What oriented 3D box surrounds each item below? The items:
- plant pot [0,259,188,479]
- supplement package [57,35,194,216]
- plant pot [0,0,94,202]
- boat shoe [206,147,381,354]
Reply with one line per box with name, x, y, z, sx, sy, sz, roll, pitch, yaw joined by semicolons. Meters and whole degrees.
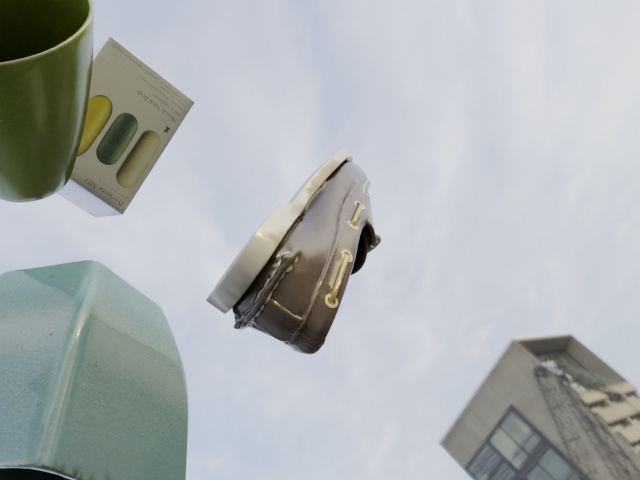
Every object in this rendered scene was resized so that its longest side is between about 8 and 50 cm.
plant pot;-0.300;0.168;0.851;0.248;0.252;0.247;-7;-32;22
supplement package;-0.417;-0.207;1.403;0.199;0.198;0.262;37;-109;-27
plant pot;-0.458;-0.209;1.081;0.275;0.275;0.293;-25;-36;-27
boat shoe;0.000;0.000;0.696;0.116;0.097;0.324;-52;1;24
